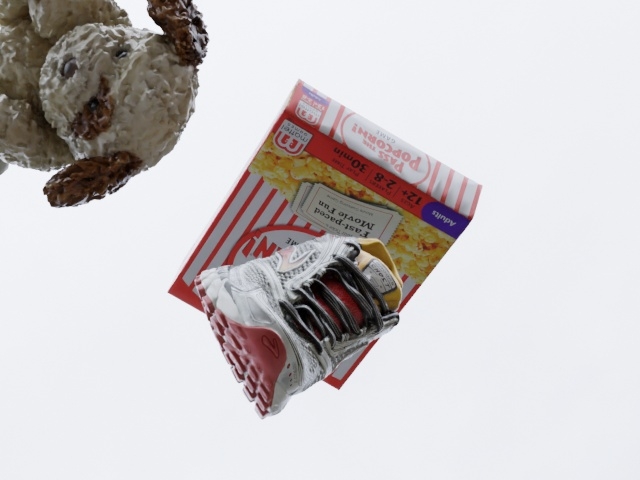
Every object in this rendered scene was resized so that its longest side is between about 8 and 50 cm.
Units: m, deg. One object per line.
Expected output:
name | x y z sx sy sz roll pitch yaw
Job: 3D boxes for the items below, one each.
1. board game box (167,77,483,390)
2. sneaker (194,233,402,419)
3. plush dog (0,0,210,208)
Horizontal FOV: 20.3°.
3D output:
board game box | 0.000 0.000 1.241 0.147 0.045 0.193 29 -51 -6
sneaker | -0.007 0.034 1.014 0.093 0.088 0.225 -26 5 13
plush dog | -0.208 -0.131 1.583 0.210 0.225 0.262 35 -103 -53
